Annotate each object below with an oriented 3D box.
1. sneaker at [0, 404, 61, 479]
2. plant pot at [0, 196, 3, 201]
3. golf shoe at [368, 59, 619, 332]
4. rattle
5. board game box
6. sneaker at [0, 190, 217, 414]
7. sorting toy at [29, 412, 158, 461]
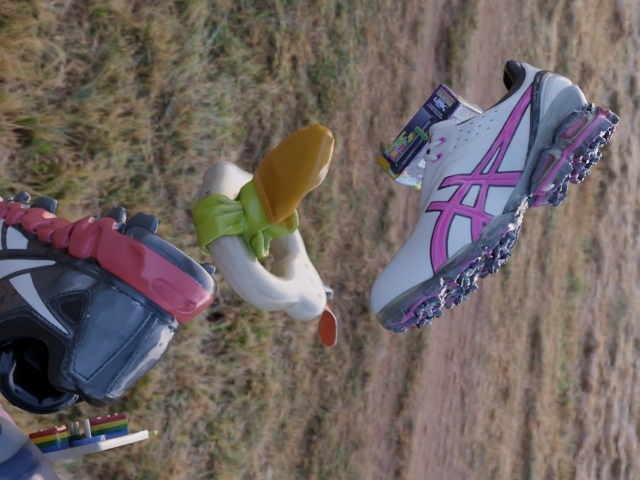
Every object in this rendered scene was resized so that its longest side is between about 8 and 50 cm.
[{"bbox_3d":[-0.279,0.134,0.573,0.112,0.319,0.131,-33,106,-31],"label":"sneaker"},{"bbox_3d":[-0.574,0.087,1.013,0.334,0.305,0.334,28,44,-31],"label":"plant pot"},{"bbox_3d":[0.087,-0.026,0.492,0.186,0.086,0.067,-46,161,-10],"label":"golf shoe"},{"bbox_3d":[0.000,0.000,0.690,0.199,0.143,0.130,45,12,-29],"label":"rattle"},{"bbox_3d":[0.180,-0.133,1.169,0.170,0.048,0.141,14,121,-52],"label":"board game box"},{"bbox_3d":[-0.192,0.044,0.571,0.097,0.276,0.135,44,66,-38],"label":"sneaker"},{"bbox_3d":[-0.333,0.280,1.179,0.274,0.132,0.046,17,59,-71],"label":"sorting toy"}]
